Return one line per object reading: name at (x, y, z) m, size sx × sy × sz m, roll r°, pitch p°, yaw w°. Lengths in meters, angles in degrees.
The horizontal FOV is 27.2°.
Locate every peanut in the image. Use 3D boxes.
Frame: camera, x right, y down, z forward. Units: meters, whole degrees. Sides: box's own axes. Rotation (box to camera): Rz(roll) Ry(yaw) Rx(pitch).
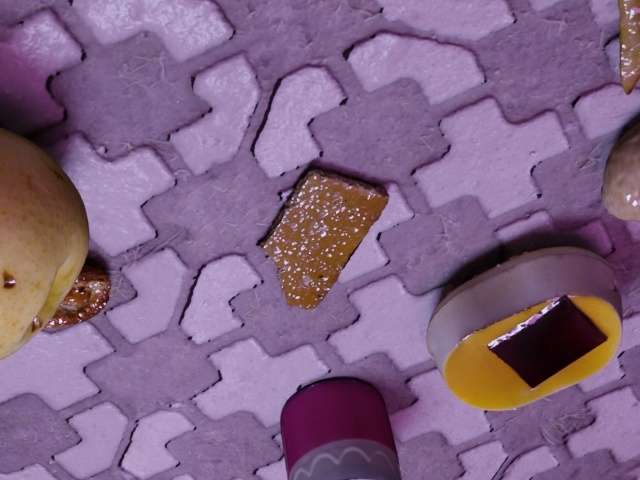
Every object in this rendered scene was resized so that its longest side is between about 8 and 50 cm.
peanut at (0.471, -0.112, 1.765) m, size 0.129 × 0.129 × 0.224 m, roll 27°, pitch 125°, yaw -33°

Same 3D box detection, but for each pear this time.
pear at (-0.433, 0.000, 1.554) m, size 0.309 × 0.309 × 0.309 m, roll -7°, pitch 134°, yaw -7°

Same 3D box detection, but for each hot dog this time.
hot dog at (-0.355, 0.067, 1.790) m, size 0.147 × 0.065 × 0.099 m, roll 13°, pitch 120°, yaw -21°

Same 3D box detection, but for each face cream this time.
face cream at (0.032, 0.340, 2.049) m, size 0.175 × 0.195 × 0.175 m, roll -6°, pitch 135°, yaw -6°

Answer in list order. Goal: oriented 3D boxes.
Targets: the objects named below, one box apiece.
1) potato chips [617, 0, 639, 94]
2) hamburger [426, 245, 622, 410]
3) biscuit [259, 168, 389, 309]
potato chips at (0.355, -0.336, 1.570) m, size 0.080 × 0.057 × 0.407 m, roll -12°, pitch 137°, yaw 17°
hamburger at (0.298, 0.122, 1.939) m, size 0.295 × 0.151 × 0.227 m, roll -22°, pitch 128°, yaw 15°
biscuit at (-0.012, 0.000, 1.831) m, size 0.131 × 0.026 × 0.237 m, roll 16°, pitch 129°, yaw -24°
